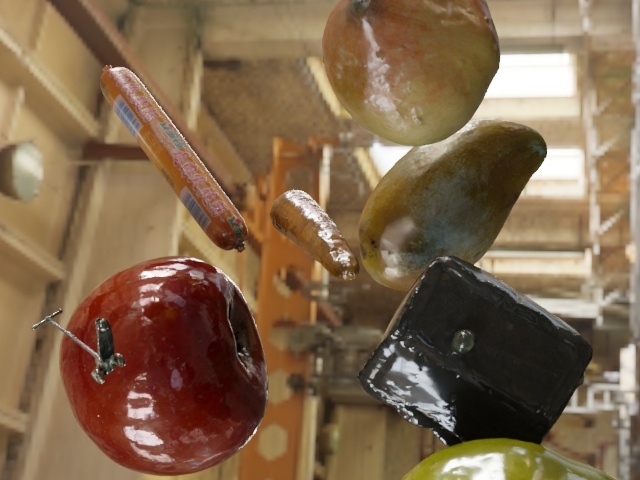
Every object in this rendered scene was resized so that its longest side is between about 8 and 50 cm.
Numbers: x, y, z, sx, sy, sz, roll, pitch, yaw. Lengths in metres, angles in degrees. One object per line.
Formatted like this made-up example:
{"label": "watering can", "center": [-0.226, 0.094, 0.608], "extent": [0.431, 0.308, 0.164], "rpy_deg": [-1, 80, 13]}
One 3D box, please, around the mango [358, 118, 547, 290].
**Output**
{"label": "mango", "center": [0.188, -0.057, 1.785], "extent": [0.193, 0.316, 0.146], "rpy_deg": [51, 179, -30]}

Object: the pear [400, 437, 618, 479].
{"label": "pear", "center": [0.181, 0.340, 1.239], "extent": [0.375, 0.287, 0.287], "rpy_deg": [71, -157, -74]}

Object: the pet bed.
{"label": "pet bed", "center": [0.170, 0.133, 1.353], "extent": [0.183, 0.211, 0.159], "rpy_deg": [-57, -3, 14]}

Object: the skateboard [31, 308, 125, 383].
{"label": "skateboard", "center": [-0.199, 0.072, 1.026], "extent": [0.032, 0.083, 0.064], "rpy_deg": [-38, -36, -35]}

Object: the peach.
{"label": "peach", "center": [0.103, -0.228, 1.479], "extent": [0.232, 0.232, 0.233], "rpy_deg": [1, -90, -76]}

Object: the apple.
{"label": "apple", "center": [-0.182, 0.152, 1.504], "extent": [0.260, 0.216, 0.260], "rpy_deg": [-23, -90, -78]}

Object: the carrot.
{"label": "carrot", "center": [0.000, 0.000, 1.487], "extent": [0.209, 0.061, 0.061], "rpy_deg": [-135, 36, -61]}

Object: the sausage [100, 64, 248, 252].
{"label": "sausage", "center": [-0.196, -0.113, 1.644], "extent": [0.348, 0.053, 0.053], "rpy_deg": [52, 178, 24]}
